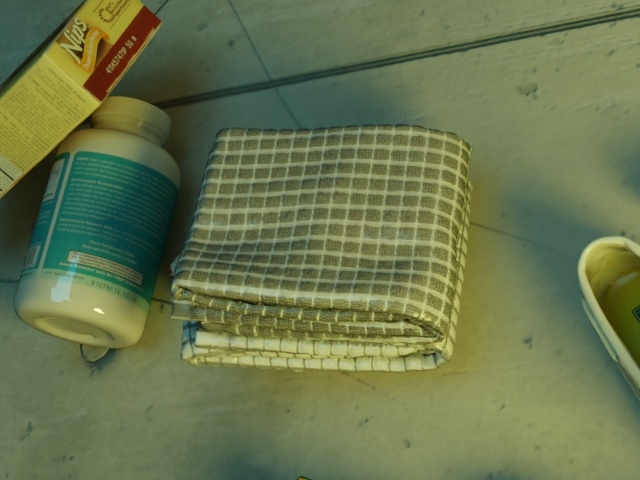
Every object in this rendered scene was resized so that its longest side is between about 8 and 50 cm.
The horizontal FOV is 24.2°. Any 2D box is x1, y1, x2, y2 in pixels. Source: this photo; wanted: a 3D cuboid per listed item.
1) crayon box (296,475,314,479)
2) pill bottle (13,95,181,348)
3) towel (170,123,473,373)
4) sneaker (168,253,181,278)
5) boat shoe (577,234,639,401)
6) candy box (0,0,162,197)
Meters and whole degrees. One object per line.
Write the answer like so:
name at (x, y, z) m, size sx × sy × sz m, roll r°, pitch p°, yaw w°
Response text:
crayon box at (0.018, 0.372, 1.361) m, size 0.165 × 0.081 × 0.278 m, roll 10°, pitch 73°, yaw 34°
pill bottle at (-0.239, -0.023, 1.666) m, size 0.146 × 0.146 × 0.264 m, roll 1°, pitch 68°, yaw 31°
towel at (0.000, 0.000, 1.464) m, size 0.283 × 0.121 × 0.235 m, roll 2°, pitch 56°, yaw 11°
sneaker at (-0.061, 0.057, 1.569) m, size 0.225 × 0.088 × 0.093 m, roll 20°, pitch 71°, yaw 28°
boat shoe at (0.324, 0.118, 1.232) m, size 0.136 × 0.156 × 0.367 m, roll -39°, pitch 47°, yaw 11°
candy box at (-0.331, -0.148, 1.707) m, size 0.316 × 0.087 × 0.183 m, roll -36°, pitch 17°, yaw 38°
